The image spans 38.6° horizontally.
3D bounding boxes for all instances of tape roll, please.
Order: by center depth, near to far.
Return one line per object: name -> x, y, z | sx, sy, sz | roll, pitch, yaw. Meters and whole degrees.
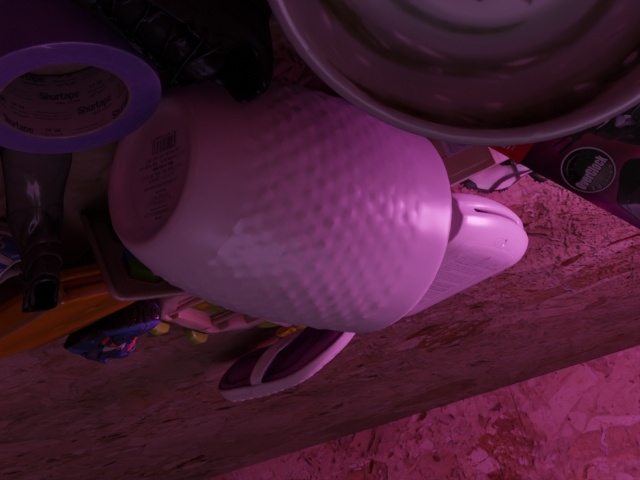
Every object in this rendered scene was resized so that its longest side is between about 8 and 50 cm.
tape roll -> -0.256, -0.167, 0.898 | 0.189, 0.080, 0.189 | -12, 157, -5

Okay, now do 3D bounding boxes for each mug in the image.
mug -> -0.090, -0.049, 1.085 | 0.328, 0.276, 0.374 | 13, 175, -41

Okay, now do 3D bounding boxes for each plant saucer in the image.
plant saucer -> 0.145, -0.266, 0.771 | 0.401, 0.100, 0.400 | 7, 133, 7

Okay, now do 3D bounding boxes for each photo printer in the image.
photo printer -> 0.191, 0.024, 1.578 | 0.308, 0.107, 0.256 | -30, 153, 31

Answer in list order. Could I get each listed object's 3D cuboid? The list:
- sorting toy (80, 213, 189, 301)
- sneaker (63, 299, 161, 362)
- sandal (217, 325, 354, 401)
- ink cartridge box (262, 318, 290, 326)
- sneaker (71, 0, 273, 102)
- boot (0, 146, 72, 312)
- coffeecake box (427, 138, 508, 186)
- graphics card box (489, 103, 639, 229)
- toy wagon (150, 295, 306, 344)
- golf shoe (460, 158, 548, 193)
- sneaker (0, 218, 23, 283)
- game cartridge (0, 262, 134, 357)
sorting toy -> -0.202, 0.010, 1.230 | 0.208, 0.193, 0.038 | -1, 122, -27
sneaker -> -0.337, 0.152, 1.549 | 0.221, 0.083, 0.087 | -21, 131, 39
sandal -> -0.087, 0.226, 1.866 | 0.416, 0.169, 0.102 | -32, 112, 35
ink cartridge box -> 0.000, 0.000, 1.320 | 0.237, 0.171, 0.100 | -25, 155, 24
sneaker -> -0.138, -0.209, 0.813 | 0.109, 0.130, 0.286 | -30, 152, 35
boot -> -0.330, -0.017, 1.089 | 0.084, 0.161, 0.246 | -6, 155, -20
coffeecake box -> 0.174, -0.109, 1.227 | 0.142, 0.068, 0.185 | -25, 179, 22
graphics card box -> 0.314, -0.152, 0.928 | 0.371, 0.094, 0.232 | 29, 129, 0
toy wagon -> -0.136, 0.108, 1.621 | 0.267, 0.068, 0.344 | -24, 156, 20
golf shoe -> 0.289, -0.128, 1.354 | 0.198, 0.077, 0.094 | -12, 143, -19
sneaker -> -0.451, 0.017, 1.195 | 0.211, 0.081, 0.080 | -3, 155, -27
game cartridge -> -0.402, 0.108, 1.375 | 0.324, 0.052, 0.285 | -25, 175, 27
